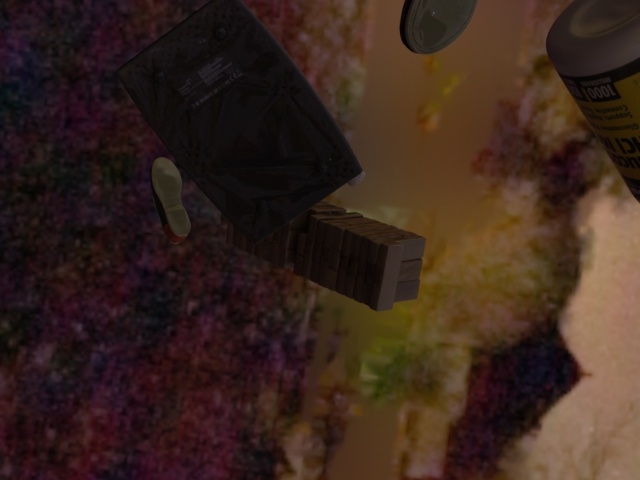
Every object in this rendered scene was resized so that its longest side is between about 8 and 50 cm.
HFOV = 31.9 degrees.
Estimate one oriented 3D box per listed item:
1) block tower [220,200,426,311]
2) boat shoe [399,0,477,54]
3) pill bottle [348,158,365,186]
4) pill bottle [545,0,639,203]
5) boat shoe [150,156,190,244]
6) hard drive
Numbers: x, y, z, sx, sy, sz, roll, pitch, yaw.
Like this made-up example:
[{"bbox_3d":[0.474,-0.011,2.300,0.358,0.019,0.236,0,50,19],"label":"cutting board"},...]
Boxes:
[{"bbox_3d":[0.000,0.000,1.540,0.097,0.335,0.091,-6,110,-41],"label":"block tower"},{"bbox_3d":[0.209,-0.462,1.991,0.127,0.113,0.340,37,67,-34],"label":"boat shoe"},{"bbox_3d":[0.031,-0.122,1.718,0.083,0.043,0.043,47,34,-23],"label":"pill bottle"},{"bbox_3d":[0.427,-0.151,1.343,0.334,0.188,0.188,51,31,-25],"label":"pill bottle"},{"bbox_3d":[-0.235,-0.061,1.727,0.043,0.049,0.137,-45,-120,58],"label":"boat shoe"},{"bbox_3d":[-0.087,-0.137,1.249,0.255,0.172,0.054,52,11,-21],"label":"hard drive"}]
